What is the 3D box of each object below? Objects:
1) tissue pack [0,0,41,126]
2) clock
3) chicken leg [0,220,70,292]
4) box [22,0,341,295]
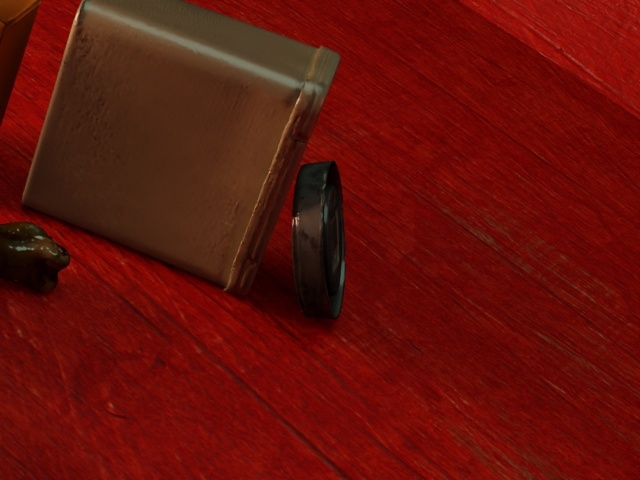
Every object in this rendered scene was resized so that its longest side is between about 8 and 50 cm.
[{"bbox_3d":[-0.518,-0.237,1.882,0.194,0.275,0.145,26,29,-1],"label":"tissue pack"},{"bbox_3d":[0.000,0.000,1.960,0.049,0.226,0.226,-2,30,9],"label":"clock"},{"bbox_3d":[-0.498,-0.017,1.706,0.361,0.140,0.212,0,59,-53],"label":"chicken leg"},{"bbox_3d":[-0.194,-0.146,1.909,0.343,0.352,0.177,21,31,-5],"label":"box"}]
